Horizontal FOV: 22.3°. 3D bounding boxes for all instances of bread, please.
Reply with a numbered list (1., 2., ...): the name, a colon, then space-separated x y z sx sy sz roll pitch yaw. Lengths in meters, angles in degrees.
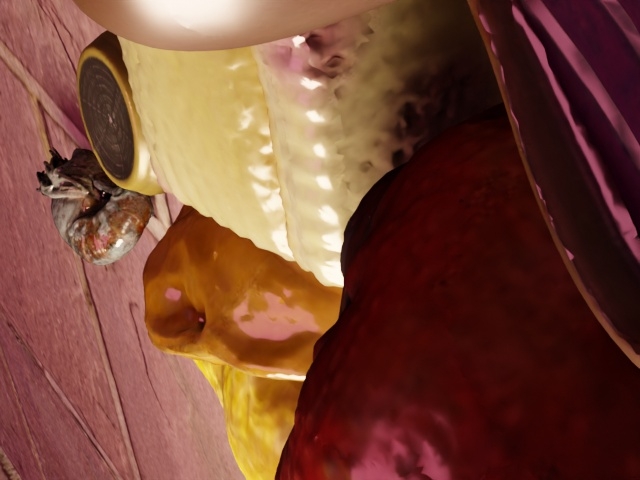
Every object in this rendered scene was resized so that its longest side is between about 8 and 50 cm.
1. bread: -0.009 -0.156 0.625 0.187 0.155 0.338 28 139 45

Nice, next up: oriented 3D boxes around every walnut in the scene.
1. walnut: 0.001 -0.002 0.782 0.211 0.167 0.087 11 116 54

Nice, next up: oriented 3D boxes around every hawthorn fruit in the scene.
1. hawthorn fruit: 0.113 0.079 0.546 0.266 0.230 0.210 33 123 -7

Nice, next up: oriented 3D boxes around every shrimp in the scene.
1. shrimp: -0.204 -0.043 1.388 0.090 0.079 0.233 31 -174 -32

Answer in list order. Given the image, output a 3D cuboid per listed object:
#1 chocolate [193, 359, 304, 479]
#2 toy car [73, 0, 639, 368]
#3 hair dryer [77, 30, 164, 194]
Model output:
1. chocolate: 0.027 0.112 0.862 0.445 0.162 0.162 38 148 54
2. toy car: 0.060 -0.103 0.358 0.340 0.240 0.271 59 164 16
3. hair dryer: -0.047 -0.157 0.783 0.090 0.135 0.278 46 144 44
